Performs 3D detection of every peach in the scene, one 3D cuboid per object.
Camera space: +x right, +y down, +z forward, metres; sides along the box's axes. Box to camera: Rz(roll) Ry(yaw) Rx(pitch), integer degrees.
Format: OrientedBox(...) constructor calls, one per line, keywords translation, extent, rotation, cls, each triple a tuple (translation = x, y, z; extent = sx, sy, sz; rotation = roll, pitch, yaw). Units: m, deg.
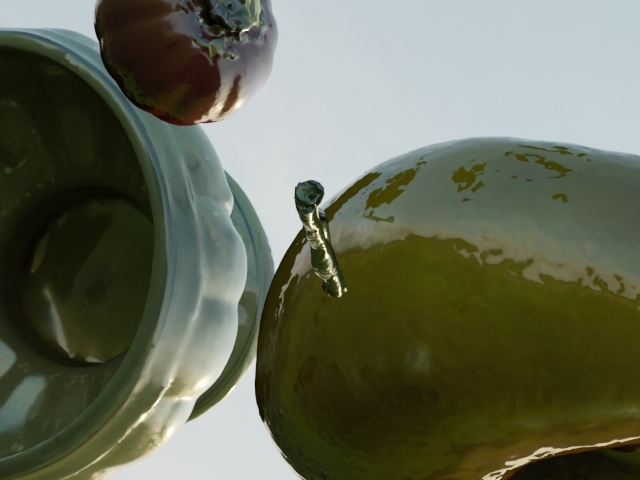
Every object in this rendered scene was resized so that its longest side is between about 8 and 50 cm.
OrientedBox(translation=(0.097, 0.052, 0.786), extent=(0.251, 0.153, 0.251), rotation=(7, -19, 2), cls="peach")

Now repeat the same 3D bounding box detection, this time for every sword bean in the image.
OrientedBox(translation=(0.000, 0.000, 0.575), extent=(0.012, 0.012, 0.083), rotation=(31, -14, 17), cls="sword bean")

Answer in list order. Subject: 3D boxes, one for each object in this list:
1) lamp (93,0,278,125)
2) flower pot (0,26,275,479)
OrientedBox(translation=(-0.068, -0.107, 0.928), extent=(0.101, 0.101, 0.090), rotation=(48, -38, -17), cls="lamp")
OrientedBox(translation=(-0.175, 0.021, 1.211), extent=(0.307, 0.307, 0.244), rotation=(29, 3, 22), cls="flower pot")
